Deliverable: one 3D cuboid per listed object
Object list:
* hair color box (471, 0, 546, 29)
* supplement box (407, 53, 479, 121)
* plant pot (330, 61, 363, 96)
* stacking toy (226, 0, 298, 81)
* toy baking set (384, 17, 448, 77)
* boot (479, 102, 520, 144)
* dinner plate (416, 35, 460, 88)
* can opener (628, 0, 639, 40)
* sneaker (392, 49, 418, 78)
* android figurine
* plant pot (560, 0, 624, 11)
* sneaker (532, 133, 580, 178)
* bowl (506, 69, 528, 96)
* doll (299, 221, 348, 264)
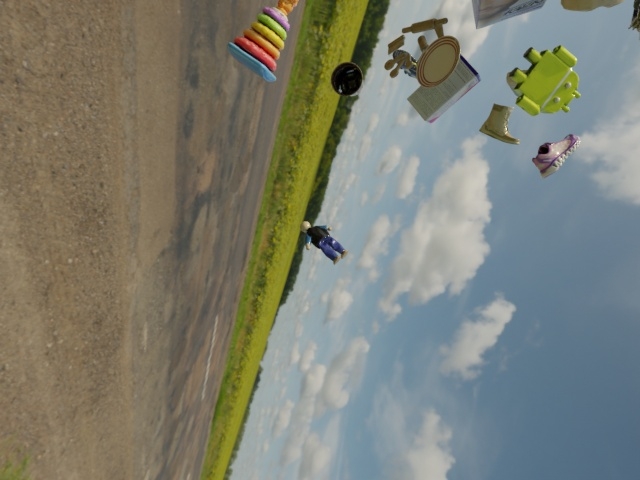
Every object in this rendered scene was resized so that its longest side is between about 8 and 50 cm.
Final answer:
[{"bbox_3d":[0.490,-0.659,1.026,0.339,0.185,0.110,-33,111,-66],"label":"hair color box"},{"bbox_3d":[0.431,-0.527,1.402,0.220,0.114,0.111,-42,171,25],"label":"supplement box"},{"bbox_3d":[0.155,-0.840,2.122,0.165,0.167,0.166,-39,149,-70],"label":"plant pot"},{"bbox_3d":[-0.166,-0.715,1.354,0.301,0.166,0.175,-55,178,12],"label":"stacking toy"},{"bbox_3d":[0.298,-0.577,1.202,0.256,0.030,0.196,11,-102,47],"label":"toy baking set"},{"bbox_3d":[0.931,-0.586,2.016,0.077,0.213,0.165,-7,126,-49],"label":"boot"},{"bbox_3d":[0.320,-0.481,1.086,0.141,0.017,0.141,-19,-115,49],"label":"dinner plate"},{"bbox_3d":[0.841,-0.586,1.021,0.280,0.093,0.074,-53,139,-40],"label":"can opener"},{"bbox_3d":[0.305,-0.601,1.383,0.053,0.144,0.059,-62,-168,-6],"label":"sneaker"},{"bbox_3d":[0.848,-0.588,1.501,0.248,0.273,0.056,-54,-170,11],"label":"android figurine"},{"bbox_3d":[1.024,-1.035,1.463,0.333,0.334,0.305,-76,157,-46],"label":"plant pot"},{"bbox_3d":[0.919,-0.354,1.575,0.236,0.104,0.095,-43,174,-17],"label":"sneaker"},{"bbox_3d":[0.824,-0.624,1.610,0.142,0.142,0.053,20,-90,47],"label":"bowl"},{"bbox_3d":[0.000,0.000,1.359,0.129,0.189,0.046,-37,159,-30],"label":"doll"}]
